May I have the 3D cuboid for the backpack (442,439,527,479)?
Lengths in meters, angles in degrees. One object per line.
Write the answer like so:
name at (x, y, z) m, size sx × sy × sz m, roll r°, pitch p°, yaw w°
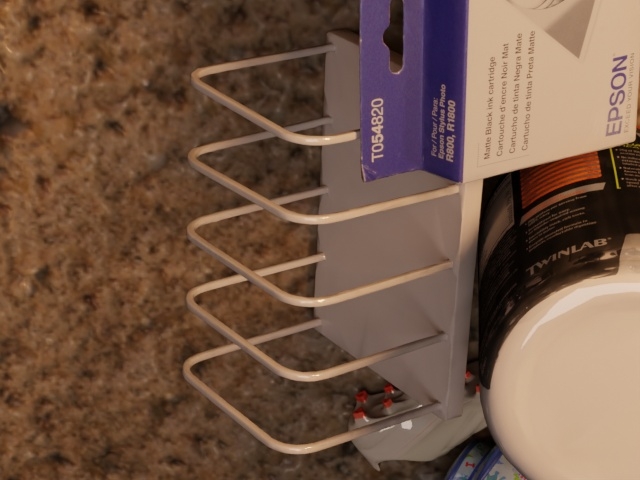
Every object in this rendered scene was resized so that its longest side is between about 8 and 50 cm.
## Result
backpack at (0.153, 0.226, 1.532) m, size 0.084 × 0.105 × 0.114 m, roll 35°, pitch 105°, yaw 13°

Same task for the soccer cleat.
soccer cleat at (0.120, 0.154, 1.527) m, size 0.196 × 0.068 × 0.076 m, roll -16°, pitch 116°, yaw 20°

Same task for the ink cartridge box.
ink cartridge box at (0.134, -0.156, 1.222) m, size 0.224 × 0.045 × 0.223 m, roll -14°, pitch 118°, yaw -25°

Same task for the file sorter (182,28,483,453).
file sorter at (0.000, 0.000, 1.362) m, size 0.173 × 0.193 × 0.278 m, roll -14°, pitch 119°, yaw -33°

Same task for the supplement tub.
supplement tub at (0.223, 0.040, 1.311) m, size 0.207 × 0.338 × 0.207 m, roll 2°, pitch 115°, yaw 5°
